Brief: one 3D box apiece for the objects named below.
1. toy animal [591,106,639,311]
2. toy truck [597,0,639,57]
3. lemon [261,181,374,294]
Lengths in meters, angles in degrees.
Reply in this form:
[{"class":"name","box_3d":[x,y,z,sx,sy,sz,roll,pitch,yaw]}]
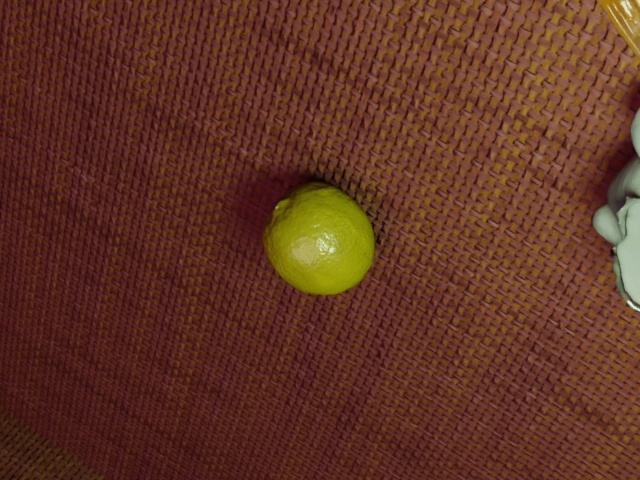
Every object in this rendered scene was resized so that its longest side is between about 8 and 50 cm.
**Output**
[{"class":"toy animal","box_3d":[0.486,-0.036,2.012,0.209,0.154,0.325,21,133,11]},{"class":"toy truck","box_3d":[0.500,-0.342,1.690,0.388,0.173,0.207,-7,127,50]},{"class":"lemon","box_3d":[0.000,0.000,2.399,0.203,0.178,0.178,44,142,-24]}]
